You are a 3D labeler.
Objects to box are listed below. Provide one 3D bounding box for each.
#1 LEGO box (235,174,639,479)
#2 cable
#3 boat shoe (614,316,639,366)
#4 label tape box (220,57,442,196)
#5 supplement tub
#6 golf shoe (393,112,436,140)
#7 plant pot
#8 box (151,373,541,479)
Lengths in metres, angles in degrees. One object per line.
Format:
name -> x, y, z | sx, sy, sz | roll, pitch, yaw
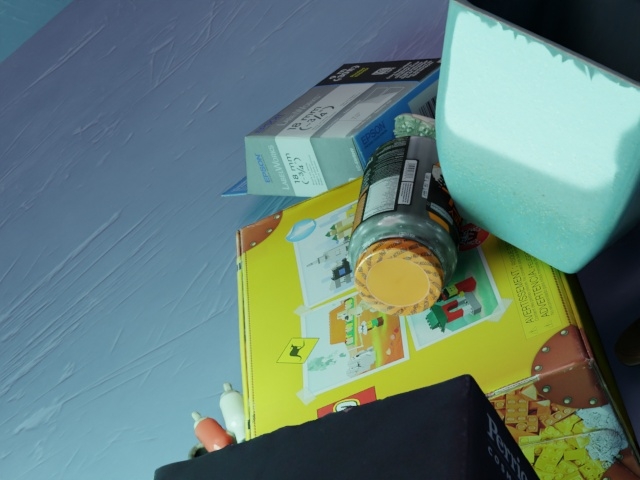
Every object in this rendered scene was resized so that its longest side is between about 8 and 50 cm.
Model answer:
LEGO box -> 0.114, 0.119, 1.807 | 0.372, 0.193, 0.500 | -23, 32, 11
cable -> -0.084, 0.268, 1.936 | 0.139, 0.072, 0.287 | -31, 29, -5
boat shoe -> 0.387, 0.094, 1.737 | 0.152, 0.049, 0.056 | -31, 49, -1
label tape box -> 0.017, -0.164, 2.360 | 0.334, 0.106, 0.240 | 3, 33, 46
supplement tub -> 0.093, -0.015, 1.717 | 0.117, 0.117, 0.190 | -20, 33, 25
golf shoe -> 0.186, -0.133, 2.193 | 0.176, 0.069, 0.086 | 27, 46, 15
plant pot -> 0.261, -0.117, 1.649 | 0.248, 0.252, 0.247 | 29, 34, 23
box -> 0.074, 0.446, 1.137 | 0.297, 0.480, 0.471 | -21, 34, 21
